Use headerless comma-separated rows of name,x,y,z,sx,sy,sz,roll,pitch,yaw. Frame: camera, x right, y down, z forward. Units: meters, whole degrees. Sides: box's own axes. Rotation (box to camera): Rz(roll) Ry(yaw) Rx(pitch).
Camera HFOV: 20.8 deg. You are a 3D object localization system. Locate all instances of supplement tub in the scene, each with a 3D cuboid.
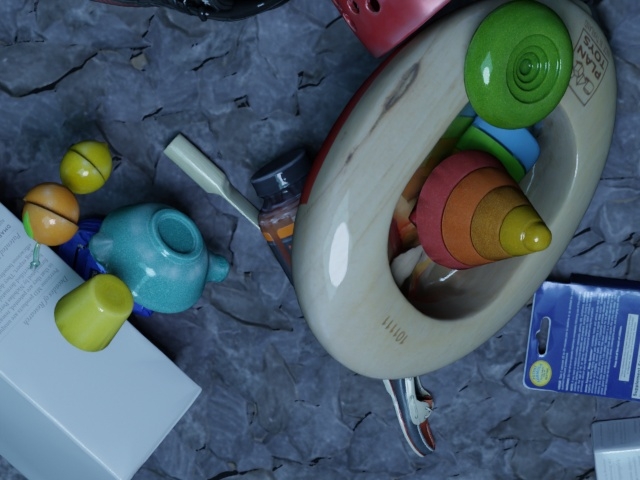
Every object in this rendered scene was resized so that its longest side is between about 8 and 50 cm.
supplement tub,0.000,0.000,1.913,0.106,0.106,0.198,-25,105,16

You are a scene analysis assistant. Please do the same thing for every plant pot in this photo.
plant pot,0.078,-0.306,1.750,0.191,0.191,0.174,-37,92,19

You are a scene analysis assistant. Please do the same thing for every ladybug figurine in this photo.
ladybug figurine,0.127,-0.069,1.777,0.449,0.162,0.305,-51,125,-11

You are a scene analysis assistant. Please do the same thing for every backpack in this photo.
backpack,-0.237,0.027,1.963,0.120,0.101,0.098,15,105,6

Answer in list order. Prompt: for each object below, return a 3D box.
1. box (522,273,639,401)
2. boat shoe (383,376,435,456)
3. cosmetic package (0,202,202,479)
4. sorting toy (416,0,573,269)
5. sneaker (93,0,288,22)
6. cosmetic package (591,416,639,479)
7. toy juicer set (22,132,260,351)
box,0.344,0.112,1.940,0.225,0.036,0.136,7,111,5
boat shoe,0.107,0.184,1.998,0.043,0.049,0.137,-19,102,12
cosmetic package,-0.345,0.113,1.934,0.385,0.156,0.217,43,151,-11
sorting toy,0.212,-0.132,1.636,0.127,0.126,0.365,15,96,-37
sneaker,-0.138,-0.283,1.815,0.276,0.135,0.098,0,112,10
cosmetic package,0.426,0.259,1.959,0.231,0.085,0.117,-6,109,9
toy juicer set,-0.196,-0.015,1.880,0.089,0.329,0.209,-42,79,39
